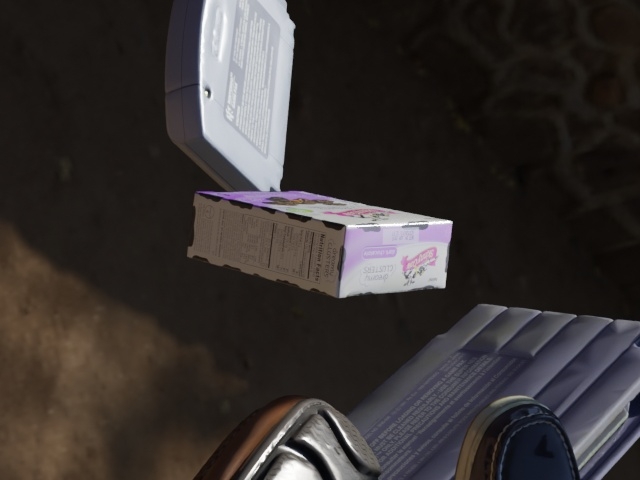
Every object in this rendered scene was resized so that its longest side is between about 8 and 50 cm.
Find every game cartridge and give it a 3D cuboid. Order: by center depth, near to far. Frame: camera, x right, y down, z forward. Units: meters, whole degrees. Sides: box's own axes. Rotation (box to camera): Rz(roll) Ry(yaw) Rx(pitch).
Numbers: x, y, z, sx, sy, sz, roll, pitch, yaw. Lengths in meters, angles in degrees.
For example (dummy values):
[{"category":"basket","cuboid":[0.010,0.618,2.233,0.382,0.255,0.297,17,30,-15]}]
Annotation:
[{"category":"game cartridge","cuboid":[0.116,0.167,1.177,0.355,0.230,0.068,-37,114,-38]},{"category":"game cartridge","cuboid":[-0.105,-0.202,1.745,0.198,0.062,0.297,40,44,-44]}]

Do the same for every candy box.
[{"category":"candy box","cuboid":[0.000,0.000,1.433,0.165,0.196,0.070,-2,102,-50]}]

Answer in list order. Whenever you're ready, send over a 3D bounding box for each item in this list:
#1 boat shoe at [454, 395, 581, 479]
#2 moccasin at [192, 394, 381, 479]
[{"category":"boat shoe","cuboid":[0.150,0.241,0.937,0.103,0.092,0.285,-6,95,-28]},{"category":"moccasin","cuboid":[-0.074,0.238,0.749,0.139,0.147,0.380,44,50,-28]}]
